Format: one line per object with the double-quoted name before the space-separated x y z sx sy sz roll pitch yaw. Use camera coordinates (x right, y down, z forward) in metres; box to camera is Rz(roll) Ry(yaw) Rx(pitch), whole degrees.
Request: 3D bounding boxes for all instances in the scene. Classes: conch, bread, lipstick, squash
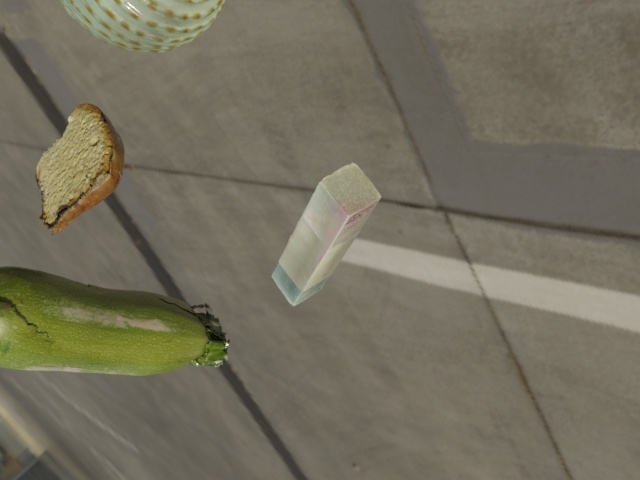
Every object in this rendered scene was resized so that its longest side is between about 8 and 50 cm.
"conch" -0.153 -0.213 0.702 0.153 0.102 0.135 -35 135 27
"bread" -0.257 -0.077 0.901 0.044 0.126 0.129 29 -155 -48
"lipstick" 0.000 0.000 1.226 0.068 0.066 0.317 53 153 13
"squash" -0.115 0.046 0.442 0.052 0.052 0.183 32 -171 31
